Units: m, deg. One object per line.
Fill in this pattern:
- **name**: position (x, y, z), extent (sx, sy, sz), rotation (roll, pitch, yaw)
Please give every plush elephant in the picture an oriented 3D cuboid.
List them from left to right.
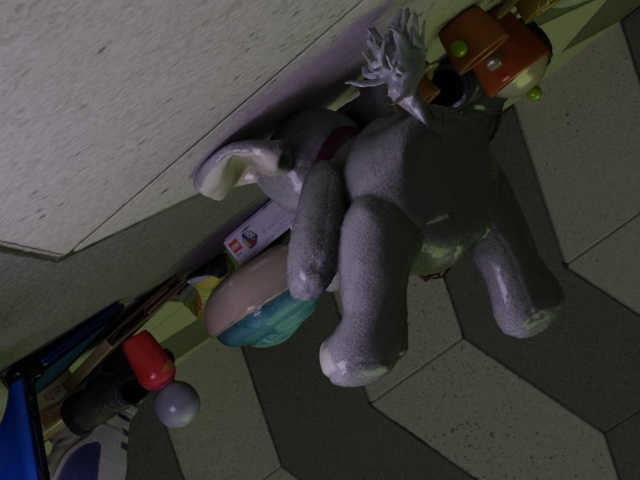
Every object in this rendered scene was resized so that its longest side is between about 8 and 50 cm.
- **plush elephant**: position (0.035, -0.039, 1.026), extent (0.272, 0.330, 0.255), rotation (-19, -170, -31)

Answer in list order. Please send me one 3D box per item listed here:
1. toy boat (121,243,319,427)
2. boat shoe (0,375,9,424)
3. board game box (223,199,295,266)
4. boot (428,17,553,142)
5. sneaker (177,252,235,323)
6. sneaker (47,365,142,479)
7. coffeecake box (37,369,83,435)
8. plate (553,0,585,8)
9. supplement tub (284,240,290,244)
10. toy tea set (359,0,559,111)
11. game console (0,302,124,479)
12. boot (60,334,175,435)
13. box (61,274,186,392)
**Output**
- **toy boat**: position (-0.126, 0.135, 1.545), extent (0.318, 0.148, 0.267), rotation (-33, 178, -15)
- **boat shoe**: position (-0.388, 0.229, 1.112), extent (0.068, 0.190, 0.072), rotation (3, 167, 16)
- **board game box**: position (-0.003, -0.068, 1.637), extent (0.193, 0.053, 0.305), rotation (-38, 176, 29)
- **boot**: position (0.181, -0.190, 1.574), extent (0.222, 0.118, 0.338), rotation (-31, 163, -32)
- **sneaker**: position (-0.168, 0.088, 1.725), extent (0.081, 0.094, 0.208), rotation (-34, 174, -21)
- **sneaker**: position (-0.434, 0.366, 1.899), extent (0.182, 0.127, 0.315), rotation (-26, -144, 39)
- **coffeecake box**: position (-0.451, 0.284, 1.713), extent (0.142, 0.068, 0.185), rotation (-35, 176, -18)
- **plate**: position (0.501, -0.458, 1.577), extent (0.277, 0.045, 0.278), rotation (-35, 176, -35)
- **supplement tub**: position (0.000, 0.000, 2.031), extent (0.190, 0.117, 0.117), rotation (-36, 176, -2)
- **toy tea set**: position (0.182, -0.192, 1.264), extent (0.336, 0.124, 0.200), rotation (-36, 176, -20)
- **game console**: position (-0.366, 0.253, 1.424), extent (0.173, 0.250, 0.293), rotation (-2, 155, -33)
- **boot**: position (-0.279, 0.207, 1.635), extent (0.161, 0.083, 0.246), rotation (-27, -167, 31)
- **box**: position (-0.296, 0.141, 1.576), extent (0.164, 0.021, 0.201), rotation (-45, -177, -41)
